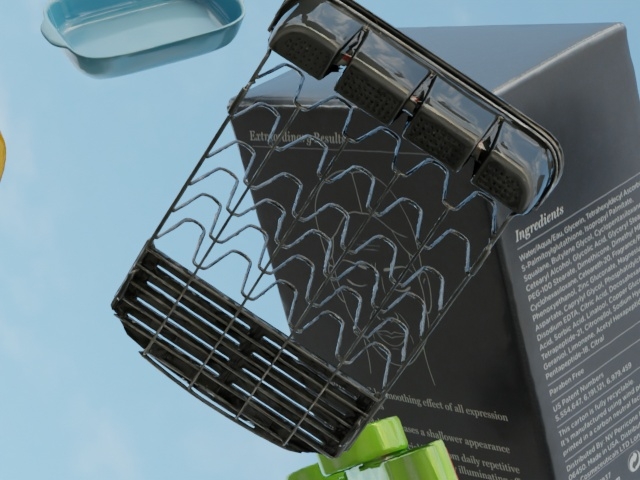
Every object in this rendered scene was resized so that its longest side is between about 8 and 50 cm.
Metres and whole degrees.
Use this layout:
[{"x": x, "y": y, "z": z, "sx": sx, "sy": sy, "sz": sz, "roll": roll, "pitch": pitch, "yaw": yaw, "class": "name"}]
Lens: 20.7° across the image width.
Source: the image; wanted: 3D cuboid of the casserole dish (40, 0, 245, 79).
[{"x": -0.154, "y": -0.190, "z": 1.542, "sx": 0.114, "sy": 0.188, "sz": 0.037, "roll": 50, "pitch": -30, "yaw": 41, "class": "casserole dish"}]

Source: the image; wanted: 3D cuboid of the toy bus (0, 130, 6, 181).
[{"x": -0.346, "y": -0.061, "z": 1.020, "sx": 0.332, "sy": 0.130, "sz": 0.108, "roll": 15, "pitch": -91, "yaw": 37, "class": "toy bus"}]

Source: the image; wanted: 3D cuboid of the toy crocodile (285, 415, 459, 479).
[{"x": 0.050, "y": 0.197, "z": 1.293, "sx": 0.340, "sy": 0.105, "sz": 0.115, "roll": 122, "pitch": -52, "yaw": -72, "class": "toy crocodile"}]

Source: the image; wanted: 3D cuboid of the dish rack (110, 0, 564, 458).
[{"x": 0.000, "y": 0.000, "z": 1.122, "sx": 0.208, "sy": 0.074, "sz": 0.271, "roll": 34, "pitch": -67, "yaw": 1, "class": "dish rack"}]

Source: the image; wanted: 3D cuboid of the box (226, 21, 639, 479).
[{"x": 0.130, "y": 0.027, "z": 1.538, "sx": 0.293, "sy": 0.212, "sz": 0.396, "roll": 7, "pitch": -61, "yaw": 47, "class": "box"}]
